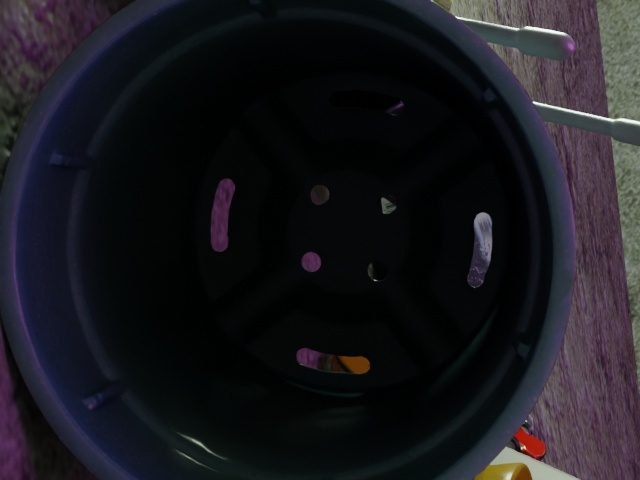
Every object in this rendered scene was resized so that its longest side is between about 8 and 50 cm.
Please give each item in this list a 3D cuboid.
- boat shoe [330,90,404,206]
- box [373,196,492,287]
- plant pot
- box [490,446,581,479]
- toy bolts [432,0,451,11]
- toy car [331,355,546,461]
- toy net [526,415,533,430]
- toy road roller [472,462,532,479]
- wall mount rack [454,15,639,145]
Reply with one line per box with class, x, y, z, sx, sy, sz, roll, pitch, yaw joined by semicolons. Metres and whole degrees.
boat shoe;0.017;-0.138;1.575;0.500;0.187;0.156;49;38;-50
box;0.134;-0.015;1.938;0.158;0.093;0.156;4;75;-47
plant pot;0.000;0.000;1.222;0.334;0.341;0.341;-20;100;-81
box;0.151;0.315;1.616;0.127;0.148;0.232;-8;110;-40
toy bolts;0.014;-0.245;1.774;0.218;0.158;0.228;18;62;-22
toy car;0.091;0.130;1.787;0.239;0.053;0.225;25;20;-22
toy net;0.240;0.247;2.321;0.232;0.045;0.122;16;66;-72
toy road roller;0.065;0.338;1.423;0.240;0.202;0.329;-34;115;-67
wall mount rack;0.087;-0.178;1.307;0.350;0.130;0.304;26;31;-60
